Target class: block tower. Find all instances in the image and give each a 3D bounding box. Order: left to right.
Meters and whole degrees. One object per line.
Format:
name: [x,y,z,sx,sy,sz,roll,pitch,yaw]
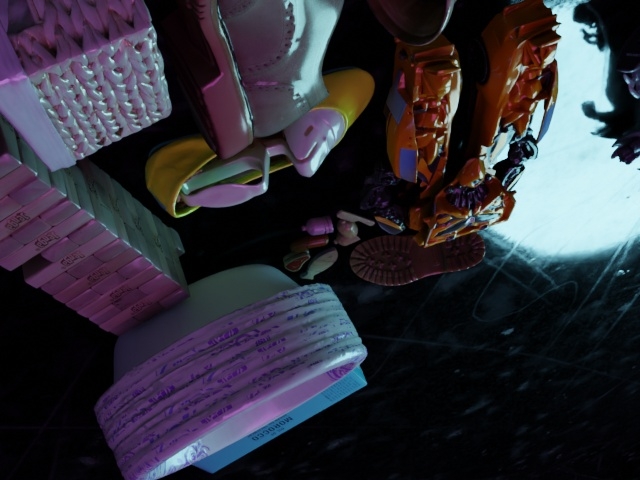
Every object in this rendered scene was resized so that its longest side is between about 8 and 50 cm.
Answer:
block tower: [-0.234,-0.027,0.686,0.091,0.097,0.335,-30,145,9]

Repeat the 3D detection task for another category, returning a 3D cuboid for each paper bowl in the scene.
paper bowl: [-0.104,0.130,0.872,0.284,0.148,0.284,-27,166,-7]

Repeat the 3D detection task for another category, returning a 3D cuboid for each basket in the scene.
basket: [-0.165,-0.131,0.532,0.103,0.113,0.167,-22,172,-9]

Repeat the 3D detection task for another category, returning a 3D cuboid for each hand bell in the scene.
hand bell: [0.155,-0.257,0.644,0.242,0.126,0.126,-28,147,-19]

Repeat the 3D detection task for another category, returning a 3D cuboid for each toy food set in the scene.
toy food set: [0.000,0.000,0.924,0.078,0.019,0.122,16,135,-42]

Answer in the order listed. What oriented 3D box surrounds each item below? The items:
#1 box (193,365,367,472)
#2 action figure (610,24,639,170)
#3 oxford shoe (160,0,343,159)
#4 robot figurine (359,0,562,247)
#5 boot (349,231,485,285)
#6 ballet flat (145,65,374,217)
box: [-0.070,0.197,1.061,0.244,0.100,0.060,-32,143,8]
action figure: [0.415,-0.124,0.911,0.185,0.099,0.285,5,147,36]
oxford shoe: [-0.051,-0.204,0.563,0.130,0.123,0.348,-24,154,-13]
robot figurine: [0.143,-0.099,0.824,0.211,0.085,0.291,-18,144,-10]
boot: [0.115,0.019,0.980,0.157,0.059,0.084,-6,-178,6]
ballet flat: [-0.046,-0.082,0.741,0.231,0.077,0.077,-23,144,-4]
